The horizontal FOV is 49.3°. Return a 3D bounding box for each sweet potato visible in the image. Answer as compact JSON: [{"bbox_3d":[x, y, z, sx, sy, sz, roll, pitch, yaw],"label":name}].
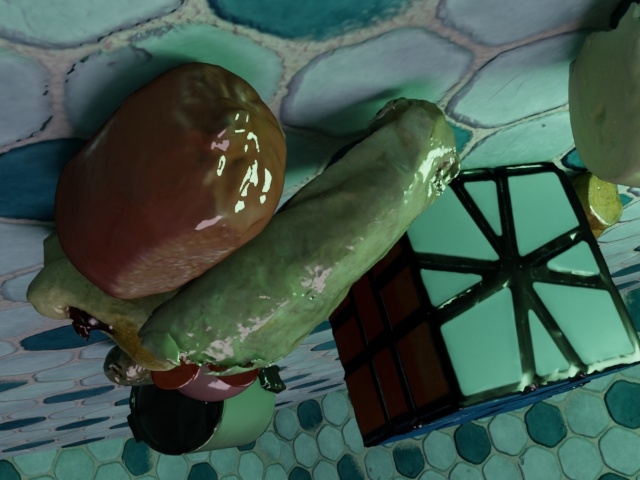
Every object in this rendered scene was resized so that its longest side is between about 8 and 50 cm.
[{"bbox_3d":[0.386,-0.030,1.062,0.097,0.097,0.251,-14,162,-4],"label":"sweet potato"}]

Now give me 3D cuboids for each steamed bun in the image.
[{"bbox_3d":[-0.207,0.038,0.704,0.156,0.172,0.140,7,148,-11],"label":"steamed bun"},{"bbox_3d":[0.327,-0.142,0.593,0.226,0.170,0.199,5,127,-9],"label":"steamed bun"}]

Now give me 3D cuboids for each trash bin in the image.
[{"bbox_3d":[-0.246,0.345,1.511,0.277,0.217,0.262,-30,160,11],"label":"trash bin"}]

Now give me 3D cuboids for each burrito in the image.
[{"bbox_3d":[0.002,0.006,0.665,0.348,0.107,0.175,-43,154,-6],"label":"burrito"}]

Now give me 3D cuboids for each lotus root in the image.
[{"bbox_3d":[-0.300,0.216,1.278,0.192,0.088,0.113,4,148,-48],"label":"lotus root"}]

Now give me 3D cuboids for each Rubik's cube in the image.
[{"bbox_3d":[0.188,0.087,0.924,0.289,0.293,0.283,-9,161,-23],"label":"Rubik's cube"}]

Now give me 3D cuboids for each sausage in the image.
[{"bbox_3d":[-0.120,-0.036,0.547,0.148,0.148,0.254,-2,156,-38],"label":"sausage"}]

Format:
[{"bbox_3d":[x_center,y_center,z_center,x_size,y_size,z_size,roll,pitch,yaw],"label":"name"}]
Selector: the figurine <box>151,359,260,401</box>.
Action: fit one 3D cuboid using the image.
[{"bbox_3d":[-0.173,0.173,1.116,0.173,0.173,0.173,-14,163,-4],"label":"figurine"}]
